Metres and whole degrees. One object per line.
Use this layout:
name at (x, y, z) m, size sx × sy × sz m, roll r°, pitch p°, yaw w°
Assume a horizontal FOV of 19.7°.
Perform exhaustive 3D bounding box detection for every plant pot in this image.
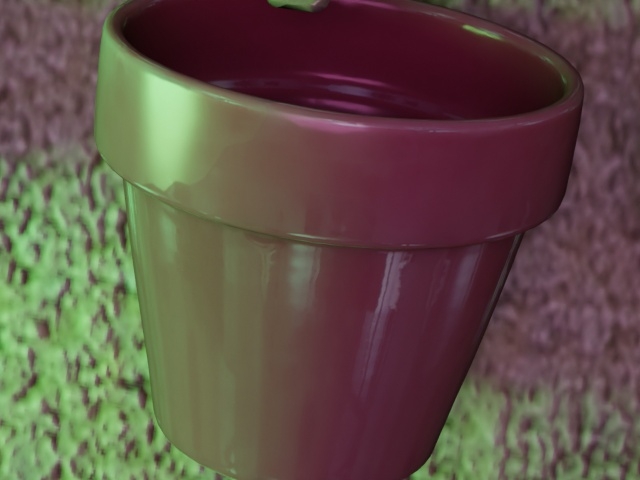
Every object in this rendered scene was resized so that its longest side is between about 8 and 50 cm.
plant pot at (0.000, 0.000, 0.796) m, size 0.201 × 0.201 × 0.180 m, roll 9°, pitch 112°, yaw 3°

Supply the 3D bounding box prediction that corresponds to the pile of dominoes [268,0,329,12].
pile of dominoes at (0.083, -0.209, 0.780) m, size 0.251 × 0.040 × 0.196 m, roll -8°, pitch 70°, yaw 14°
